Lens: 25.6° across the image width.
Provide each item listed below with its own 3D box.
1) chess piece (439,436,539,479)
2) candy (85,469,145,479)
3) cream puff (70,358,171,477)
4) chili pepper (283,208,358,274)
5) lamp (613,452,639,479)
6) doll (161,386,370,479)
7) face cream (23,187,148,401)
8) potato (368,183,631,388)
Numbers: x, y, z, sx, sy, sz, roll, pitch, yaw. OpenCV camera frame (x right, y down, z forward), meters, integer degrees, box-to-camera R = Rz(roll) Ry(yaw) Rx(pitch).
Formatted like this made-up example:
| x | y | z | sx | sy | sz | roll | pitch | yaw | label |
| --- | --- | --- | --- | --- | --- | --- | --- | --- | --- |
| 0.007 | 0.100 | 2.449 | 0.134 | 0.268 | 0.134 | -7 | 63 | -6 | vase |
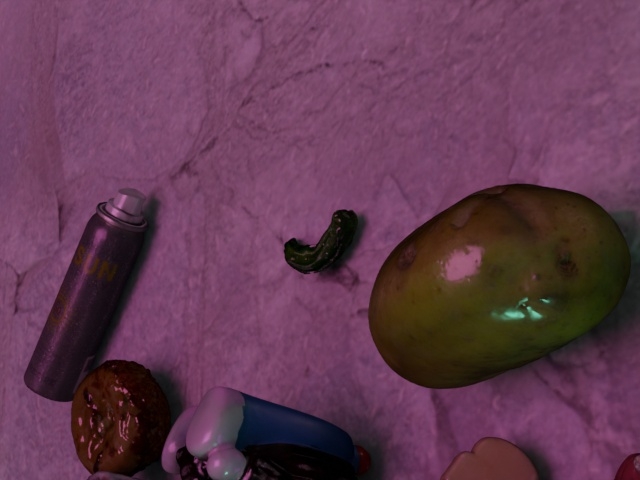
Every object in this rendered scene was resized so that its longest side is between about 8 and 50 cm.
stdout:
| x | y | z | sx | sy | sz | roll | pitch | yaw | label |
| --- | --- | --- | --- | --- | --- | --- | --- | --- | --- |
| 0.045 | 0.326 | 1.168 | 0.397 | 0.117 | 0.117 | -49 | 40 | -13 | chess piece |
| -0.254 | 0.379 | 1.555 | 0.289 | 0.157 | 0.214 | -51 | 29 | 35 | candy |
| -0.227 | 0.211 | 1.633 | 0.149 | 0.084 | 0.149 | -9 | 79 | 50 | cream puff |
| 0.001 | 0.008 | 1.459 | 0.118 | 0.035 | 0.056 | -30 | 48 | 52 | chili pepper |
| 0.241 | 0.229 | 1.081 | 0.253 | 0.118 | 0.118 | -49 | 49 | 26 | lamp |
| -0.068 | 0.316 | 1.325 | 0.284 | 0.240 | 0.310 | 97 | -174 | -72 | doll |
| -0.284 | 0.065 | 1.737 | 0.073 | 0.073 | 0.284 | 42 | 113 | 45 | face cream |
| 0.143 | 0.037 | 1.172 | 0.228 | 0.197 | 0.149 | 113 | 158 | -69 | potato |
